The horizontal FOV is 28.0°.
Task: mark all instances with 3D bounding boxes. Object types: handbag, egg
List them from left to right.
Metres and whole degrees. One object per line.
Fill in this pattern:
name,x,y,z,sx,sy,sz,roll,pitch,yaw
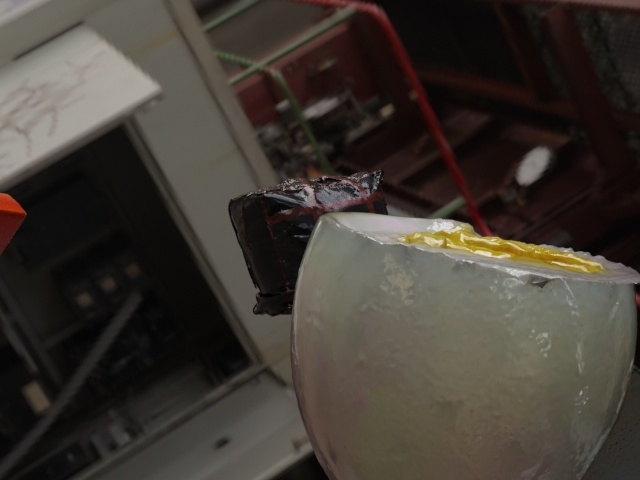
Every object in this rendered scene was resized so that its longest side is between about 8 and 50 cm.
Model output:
handbag,0.000,0.000,1.639,0.155,0.215,0.169,-9,-89,55
egg,0.132,0.161,1.327,0.354,0.354,0.339,-155,-106,-66

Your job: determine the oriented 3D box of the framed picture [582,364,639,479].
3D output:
framed picture,0.382,0.283,1.717,0.339,0.255,0.014,37,36,-40

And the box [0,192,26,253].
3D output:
box,-0.357,0.058,1.060,0.035,0.245,0.139,44,14,23
